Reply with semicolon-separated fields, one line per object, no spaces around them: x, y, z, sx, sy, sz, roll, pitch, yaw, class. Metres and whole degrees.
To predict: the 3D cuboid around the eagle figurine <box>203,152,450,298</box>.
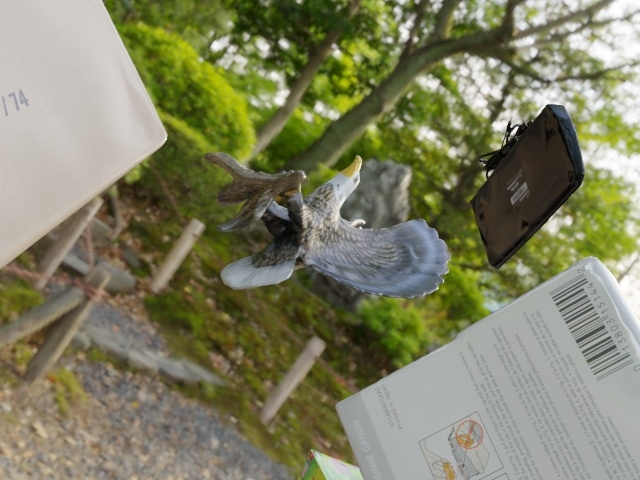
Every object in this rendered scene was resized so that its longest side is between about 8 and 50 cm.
0.008;-0.008;1.312;0.298;0.225;0.226;41;23;-43;eagle figurine

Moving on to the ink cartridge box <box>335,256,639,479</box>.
0.179;0.202;0.779;0.066;0.261;0.296;33;30;-55;ink cartridge box

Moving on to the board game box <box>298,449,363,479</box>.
0.037;0.308;1.136;0.092;0.043;0.181;23;4;-13;board game box

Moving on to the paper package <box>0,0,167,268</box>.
-0.352;-0.139;0.919;0.168;0.325;0.310;-2;-60;40;paper package

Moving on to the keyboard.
0.180;-0.053;0.832;0.192;0.038;0.100;120;-40;-64;keyboard
